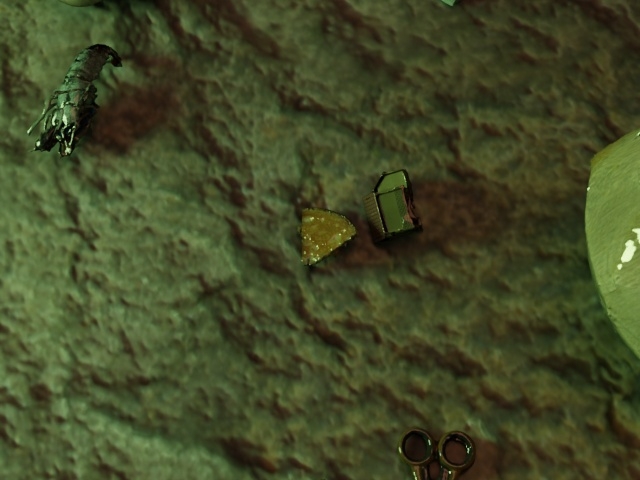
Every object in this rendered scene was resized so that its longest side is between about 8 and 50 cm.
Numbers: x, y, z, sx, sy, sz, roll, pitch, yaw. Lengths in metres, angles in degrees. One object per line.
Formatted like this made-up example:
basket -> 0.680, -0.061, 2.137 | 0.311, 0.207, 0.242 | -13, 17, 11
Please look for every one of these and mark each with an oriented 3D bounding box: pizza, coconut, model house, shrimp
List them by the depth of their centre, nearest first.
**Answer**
coconut -> 0.451, 0.007, 1.534 | 0.346, 0.360, 0.346 | 27, 49, -36
pizza -> 0.000, 0.000, 1.673 | 0.083, 0.025, 0.078 | 27, 77, 29
model house -> 0.083, -0.043, 1.691 | 0.058, 0.057, 0.083 | -18, 83, 15
shrimp -> -0.304, -0.179, 1.717 | 0.082, 0.076, 0.174 | 7, 59, 25

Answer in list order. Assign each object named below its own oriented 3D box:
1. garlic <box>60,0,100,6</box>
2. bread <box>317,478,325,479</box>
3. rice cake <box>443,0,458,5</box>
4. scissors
garlic -> -0.313, -0.377, 1.772 | 0.229, 0.178, 0.143 | 30, 86, 23
bread -> 0.028, 0.308, 1.491 | 0.113, 0.060, 0.082 | 22, 62, 9
rice cake -> 0.175, -0.420, 1.903 | 0.189, 0.037, 0.198 | 32, 64, 12
scissors -> 0.123, 0.307, 1.524 | 0.088, 0.017, 0.220 | 6, 62, -2
